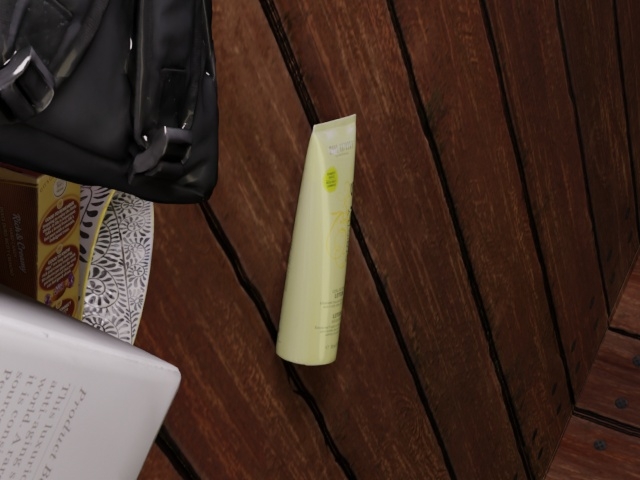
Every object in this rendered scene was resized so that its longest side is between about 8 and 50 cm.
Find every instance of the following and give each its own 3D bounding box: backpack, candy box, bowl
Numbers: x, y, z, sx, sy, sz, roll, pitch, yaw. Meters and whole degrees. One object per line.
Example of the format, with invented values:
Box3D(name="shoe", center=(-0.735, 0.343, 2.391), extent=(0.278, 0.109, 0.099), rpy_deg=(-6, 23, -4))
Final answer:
Box3D(name="backpack", center=(-0.162, -0.223, 0.870), extent=(0.290, 0.273, 0.355), rpy_deg=(16, 87, -57))
Box3D(name="candy box", center=(-0.213, 0.018, 1.174), extent=(0.053, 0.109, 0.186), rpy_deg=(-42, 144, -51))
Box3D(name="bowl", center=(-0.179, 0.026, 1.280), extent=(0.170, 0.080, 0.170), rpy_deg=(10, 90, -81))

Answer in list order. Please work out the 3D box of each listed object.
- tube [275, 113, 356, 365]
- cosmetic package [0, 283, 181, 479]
Box3D(name="tube", center=(0.000, 0.000, 1.749), extent=(0.070, 0.062, 0.240), rpy_deg=(-136, -129, -69))
Box3D(name="cosmetic package", center=(-0.256, 0.103, 0.800), extent=(0.230, 0.161, 0.453), rpy_deg=(-65, 158, -3))
